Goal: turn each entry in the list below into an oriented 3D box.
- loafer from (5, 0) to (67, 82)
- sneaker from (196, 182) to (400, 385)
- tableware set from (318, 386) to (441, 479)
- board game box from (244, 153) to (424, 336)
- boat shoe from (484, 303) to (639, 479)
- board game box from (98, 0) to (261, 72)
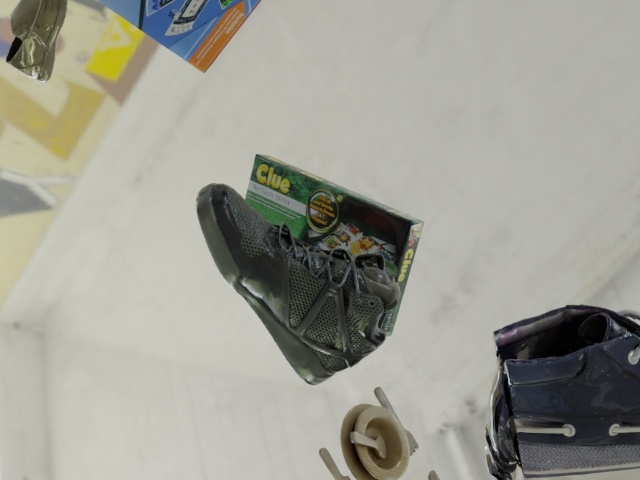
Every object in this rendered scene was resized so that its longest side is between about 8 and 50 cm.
[{"bbox_3d":[-0.286,-0.224,1.085,0.056,0.050,0.148,-112,-147,-47],"label":"loafer"},{"bbox_3d":[-0.011,0.022,0.972,0.130,0.227,0.087,-27,-156,20],"label":"sneaker"},{"bbox_3d":[0.088,0.245,1.064,0.039,0.128,0.194,-27,-81,40],"label":"tableware set"},{"bbox_3d":[0.000,0.000,1.245,0.259,0.030,0.136,27,-71,41],"label":"board game box"},{"bbox_3d":[0.317,0.133,1.007,0.127,0.340,0.158,-105,-177,-60],"label":"boat shoe"},{"bbox_3d":[-0.053,-0.259,0.715,0.281,0.145,0.027,-48,-157,21],"label":"board game box"}]
